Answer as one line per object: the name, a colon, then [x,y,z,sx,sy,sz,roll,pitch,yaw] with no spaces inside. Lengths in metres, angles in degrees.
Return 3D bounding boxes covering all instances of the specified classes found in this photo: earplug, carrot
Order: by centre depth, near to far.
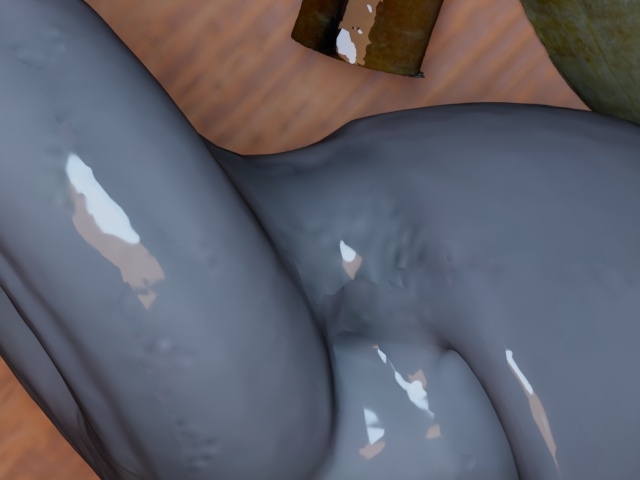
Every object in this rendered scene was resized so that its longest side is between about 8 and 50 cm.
earplug: [-0.005,0.011,0.604,0.326,0.214,0.175,24,77,-4]
carrot: [0.037,-0.120,0.636,0.048,0.048,0.139,23,105,0]

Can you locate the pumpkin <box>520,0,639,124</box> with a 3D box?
pumpkin: [0.164,-0.108,0.603,0.217,0.110,0.217,0,105,1]
